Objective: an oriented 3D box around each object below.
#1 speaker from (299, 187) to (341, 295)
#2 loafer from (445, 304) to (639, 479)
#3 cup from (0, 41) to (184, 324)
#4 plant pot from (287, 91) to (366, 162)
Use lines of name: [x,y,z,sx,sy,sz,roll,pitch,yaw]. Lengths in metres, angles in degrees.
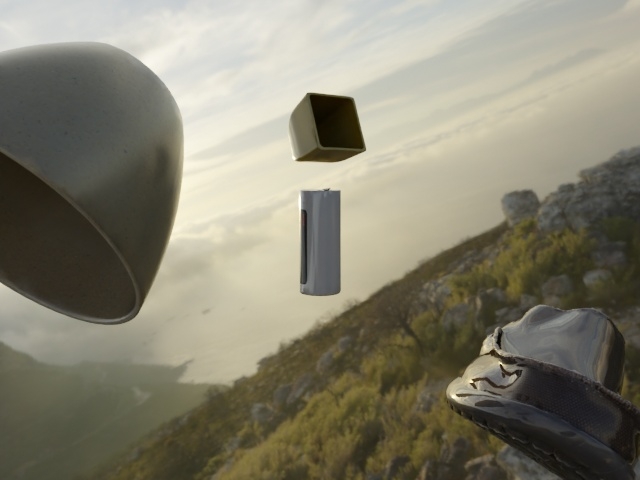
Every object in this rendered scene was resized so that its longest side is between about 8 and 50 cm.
speaker: [0.000,0.000,0.819,0.055,0.136,0.055,0,7,0]
loafer: [0.195,0.108,0.552,0.130,0.133,0.366,-59,-10,2]
cup: [-0.293,-0.093,0.742,0.331,0.331,0.237,-17,35,46]
plant pot: [0.000,-0.145,0.869,0.081,0.081,0.083,-4,-14,-36]
